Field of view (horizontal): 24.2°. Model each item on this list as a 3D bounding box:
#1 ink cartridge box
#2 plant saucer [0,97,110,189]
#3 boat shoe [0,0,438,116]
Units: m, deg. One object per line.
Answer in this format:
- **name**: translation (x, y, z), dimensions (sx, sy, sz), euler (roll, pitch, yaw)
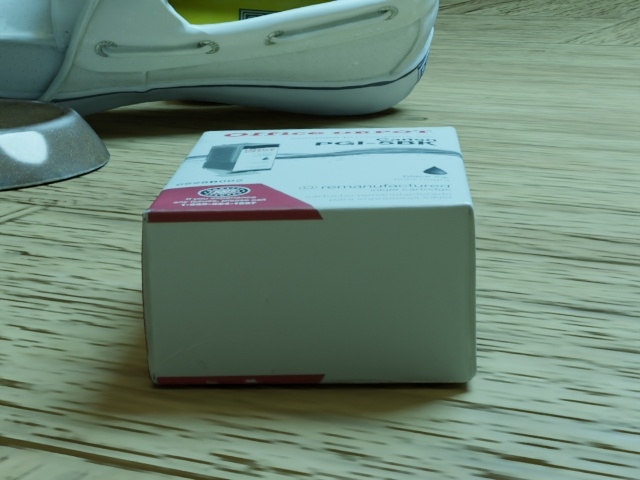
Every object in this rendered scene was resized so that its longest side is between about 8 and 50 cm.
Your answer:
- **ink cartridge box**: translation (0.000, 0.000, 0.497), dimensions (0.099, 0.056, 0.135), euler (-1, 14, 3)
- **plant saucer**: translation (-0.197, -0.054, 0.795), dimensions (0.168, 0.029, 0.168), euler (-1, 15, 0)
- **boat shoe**: translation (-0.104, -0.153, 0.879), dimensions (0.367, 0.156, 0.136), euler (2, 57, -7)
